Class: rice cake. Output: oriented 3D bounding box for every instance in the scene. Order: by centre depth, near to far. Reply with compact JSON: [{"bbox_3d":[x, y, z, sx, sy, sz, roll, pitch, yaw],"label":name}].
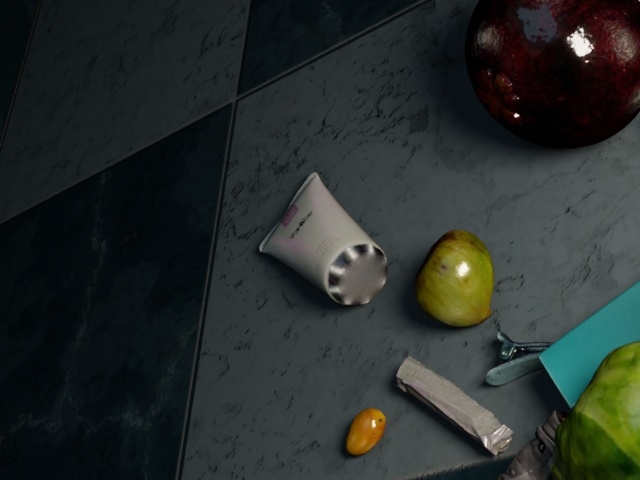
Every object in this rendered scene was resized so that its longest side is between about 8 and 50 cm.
[{"bbox_3d":[0.196,0.248,1.849,0.055,0.049,0.270,-40,35,-15],"label":"rice cake"}]

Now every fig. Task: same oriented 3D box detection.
[{"bbox_3d":[0.209,0.059,1.913,0.136,0.121,0.153,126,149,-82],"label":"fig"}]

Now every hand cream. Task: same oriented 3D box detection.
[{"bbox_3d":[0.000,0.000,2.205,0.185,0.118,0.359,-56,31,5],"label":"hand cream"}]

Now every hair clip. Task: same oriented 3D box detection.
[{"bbox_3d":[0.357,0.169,1.734,0.275,0.048,0.083,-4,57,45],"label":"hair clip"}]

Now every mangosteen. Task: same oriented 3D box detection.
[{"bbox_3d":[0.393,-0.301,1.869,0.347,0.307,0.307,-32,34,-17],"label":"mangosteen"}]

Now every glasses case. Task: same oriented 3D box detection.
[{"bbox_3d":[0.445,0.114,1.632,0.301,0.070,0.117,-39,37,12],"label":"glasses case"}]

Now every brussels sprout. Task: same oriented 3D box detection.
[{"bbox_3d":[0.401,0.250,1.497,0.271,0.219,0.210,-36,21,55],"label":"brussels sprout"}]

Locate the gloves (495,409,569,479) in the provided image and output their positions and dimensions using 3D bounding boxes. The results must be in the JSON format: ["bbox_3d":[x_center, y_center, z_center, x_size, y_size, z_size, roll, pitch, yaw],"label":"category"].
[{"bbox_3d":[0.263,0.354,1.646,0.285,0.119,0.142,-39,27,-1],"label":"gloves"}]

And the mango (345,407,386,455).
[{"bbox_3d":[0.070,0.307,1.949,0.089,0.046,0.060,-56,33,22],"label":"mango"}]
